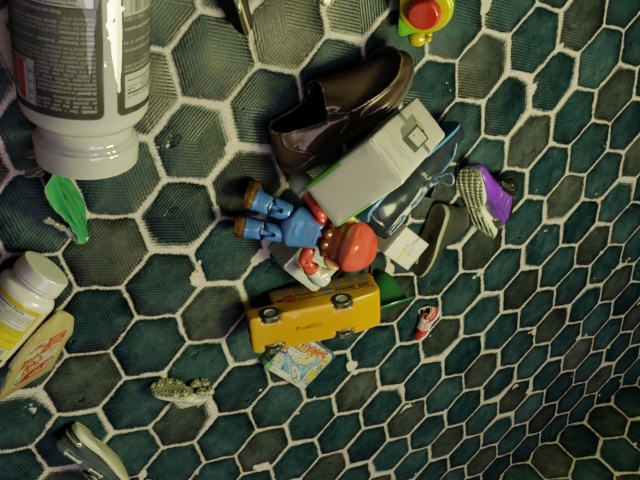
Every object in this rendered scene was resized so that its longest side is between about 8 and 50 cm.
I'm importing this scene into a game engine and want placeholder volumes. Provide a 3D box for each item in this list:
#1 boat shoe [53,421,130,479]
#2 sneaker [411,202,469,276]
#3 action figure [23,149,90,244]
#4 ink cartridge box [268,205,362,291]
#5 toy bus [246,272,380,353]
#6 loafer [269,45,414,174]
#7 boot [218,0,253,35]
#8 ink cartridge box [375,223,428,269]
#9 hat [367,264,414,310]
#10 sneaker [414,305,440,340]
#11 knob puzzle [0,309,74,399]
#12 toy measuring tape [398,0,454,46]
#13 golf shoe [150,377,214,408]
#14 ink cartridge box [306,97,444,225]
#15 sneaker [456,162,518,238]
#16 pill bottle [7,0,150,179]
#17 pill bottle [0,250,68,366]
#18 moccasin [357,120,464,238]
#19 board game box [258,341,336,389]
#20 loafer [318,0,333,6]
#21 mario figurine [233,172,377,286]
[{"bbox_3d":[-0.538,0.529,1.796,0.079,0.095,0.255,-37,136,-11],"label":"boat shoe"},{"bbox_3d":[0.334,0.004,2.074,0.118,0.083,0.222,1,120,-39],"label":"sneaker"},{"bbox_3d":[-0.473,-0.066,1.381,0.063,0.137,0.232,-12,142,-1],"label":"action figure"},{"bbox_3d":[0.000,0.000,1.806,0.208,0.087,0.153,-46,137,1],"label":"ink cartridge box"},{"bbox_3d":[-0.018,0.176,1.858,0.332,0.130,0.108,-10,121,-12],"label":"toy bus"},{"bbox_3d":[0.042,-0.288,1.578,0.366,0.134,0.130,-42,138,-4],"label":"loafer"},{"bbox_3d":[-0.123,-0.481,1.348,0.137,0.077,0.198,-36,139,-17],"label":"boot"},{"bbox_3d":[0.203,0.002,1.964,0.090,0.092,0.143,-51,138,6],"label":"ink cartridge box"},{"bbox_3d":[0.150,0.098,2.050,0.173,0.184,0.208,-13,170,-38],"label":"hat"},{"bbox_3d":[0.310,0.247,2.276,0.067,0.042,0.118,26,96,-50],"label":"sneaker"},{"bbox_3d":[-0.565,0.211,1.515,0.213,0.030,0.213,-54,173,-10],"label":"knob puzzle"},{"bbox_3d":[0.221,-0.535,1.521,0.121,0.121,0.330,-25,142,-20],"label":"toy measuring tape"},{"bbox_3d":[-0.348,0.388,1.859,0.176,0.069,0.086,13,120,-42],"label":"golf shoe"},{"bbox_3d":[0.123,-0.170,1.606,0.198,0.115,0.273,-34,-173,37],"label":"ink cartridge box"},{"bbox_3d":[0.467,-0.141,2.062,0.146,0.102,0.293,-42,143,-9],"label":"sneaker"},{"bbox_3d":[-0.376,-0.293,1.192,0.210,0.210,0.363,-13,129,-30],"label":"pill bottle"},{"bbox_3d":[-0.584,0.129,1.428,0.208,0.119,0.119,-48,138,3],"label":"pill bottle"},{"bbox_3d":[0.225,-0.146,1.816,0.342,0.137,0.117,-44,115,-10],"label":"moccasin"},{"bbox_3d":[-0.060,0.318,2.048,0.136,0.035,0.201,-47,138,2],"label":"board game box"},{"bbox_3d":[0.017,-0.509,1.454,0.045,0.039,0.125,-19,132,-27],"label":"loafer"},{"bbox_3d":[-0.027,-0.023,1.678,0.320,0.170,0.198,20,140,-7],"label":"mario figurine"}]
